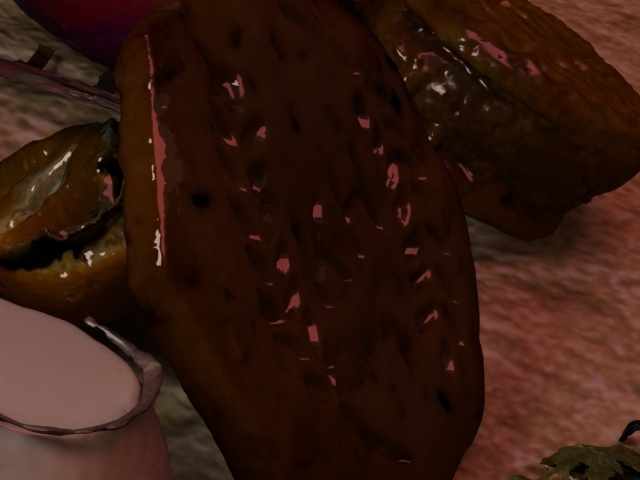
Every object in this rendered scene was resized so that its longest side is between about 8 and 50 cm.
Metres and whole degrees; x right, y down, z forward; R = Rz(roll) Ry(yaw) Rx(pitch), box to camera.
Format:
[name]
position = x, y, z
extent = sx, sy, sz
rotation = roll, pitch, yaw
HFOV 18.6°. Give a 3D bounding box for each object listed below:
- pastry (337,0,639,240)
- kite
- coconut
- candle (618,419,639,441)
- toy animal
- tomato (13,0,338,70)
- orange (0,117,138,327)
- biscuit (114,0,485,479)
[pastry]
position = 0.132, -0.118, 1.448
extent = 0.240, 0.132, 0.235
rotation = 32, 26, -28
[kite]
position = -0.141, -0.095, 1.285
extent = 0.204, 0.022, 0.360
rotation = 18, 6, -3
[coconut]
position = 0.183, 0.169, 1.163
extent = 0.158, 0.055, 0.133
rotation = -15, 44, -41
[candle]
position = 0.277, 0.150, 1.276
extent = 0.167, 0.021, 0.026
rotation = 17, 31, -5
[toy animal]
position = -0.203, 0.076, 1.000
extent = 0.208, 0.154, 0.325
rotation = 3, 31, -36
[tomato]
position = -0.143, -0.214, 1.430
extent = 0.176, 0.289, 0.335
rotation = -44, 77, -9
[orange]
position = -0.142, -0.007, 1.181
extent = 0.112, 0.160, 0.170
rotation = 58, 31, -13
[biscuit]
position = 0.000, 0.000, 1.128
extent = 0.359, 0.046, 0.359
rotation = 36, 44, -44
